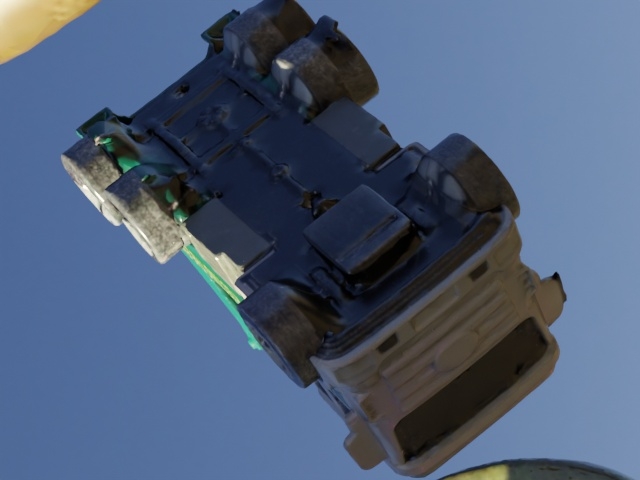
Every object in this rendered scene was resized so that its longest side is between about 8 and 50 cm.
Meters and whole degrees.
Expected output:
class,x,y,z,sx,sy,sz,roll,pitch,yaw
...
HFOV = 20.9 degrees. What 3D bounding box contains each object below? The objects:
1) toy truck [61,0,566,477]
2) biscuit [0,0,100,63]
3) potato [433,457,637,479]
class,x,y,z,sx,sy,sz,roll,pitch,yaw
toy truck,0.000,0.000,0.654,0.110,0.216,0.116,-39,-50,-9
biscuit,-0.164,-0.194,0.286,0.074,0.358,0.381,-76,-25,-60
potato,0.110,0.235,0.913,0.255,0.269,0.112,-54,-28,7
